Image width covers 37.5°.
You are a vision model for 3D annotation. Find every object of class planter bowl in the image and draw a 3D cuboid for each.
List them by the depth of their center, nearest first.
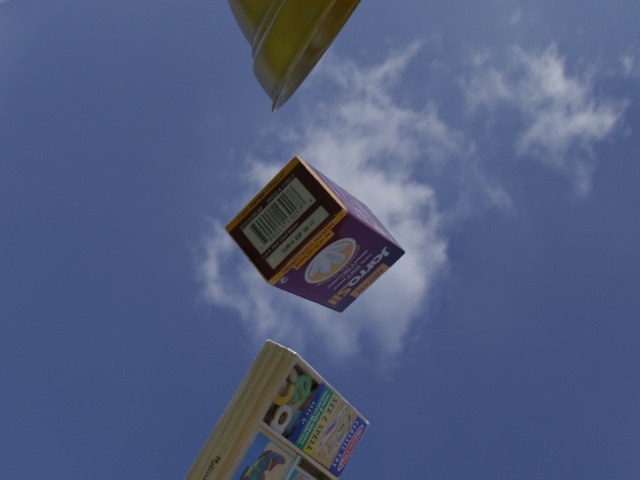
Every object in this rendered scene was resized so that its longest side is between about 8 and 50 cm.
[{"bbox_3d":[-0.011,-0.214,0.729,0.090,0.217,0.217,35,-57,-3],"label":"planter bowl"}]

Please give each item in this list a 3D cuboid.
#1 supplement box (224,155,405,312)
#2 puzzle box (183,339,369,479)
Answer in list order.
[{"bbox_3d":[0.000,0.000,0.970,0.104,0.188,0.081,-44,-116,8],"label":"supplement box"},{"bbox_3d":[-0.095,0.358,1.196,0.052,0.409,0.272,20,-18,32],"label":"puzzle box"}]
